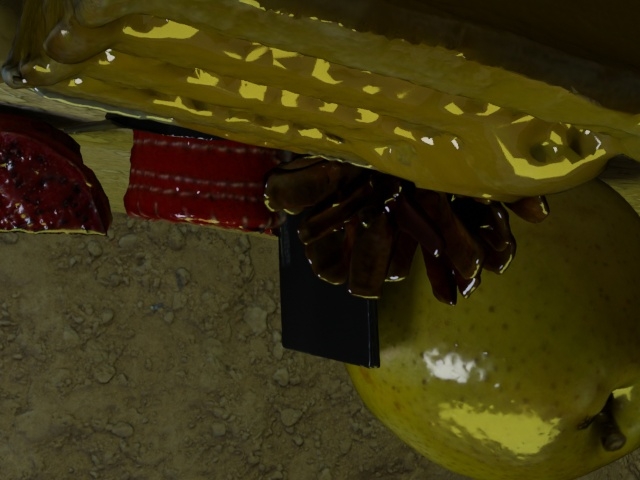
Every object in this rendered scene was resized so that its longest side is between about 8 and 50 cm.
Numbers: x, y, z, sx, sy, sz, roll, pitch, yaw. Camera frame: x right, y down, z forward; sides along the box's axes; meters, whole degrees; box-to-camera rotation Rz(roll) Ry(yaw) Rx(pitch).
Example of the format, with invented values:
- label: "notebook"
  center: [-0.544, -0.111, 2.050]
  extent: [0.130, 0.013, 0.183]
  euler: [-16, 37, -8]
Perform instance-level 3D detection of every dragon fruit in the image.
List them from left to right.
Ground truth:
- label: "dragon fruit"
  center: [-0.434, -0.108, 1.561]
  extent: [0.317, 0.152, 0.205]
  euler: [0, -162, -16]

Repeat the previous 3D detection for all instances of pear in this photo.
- label: "pear"
  center: [0.195, 0.076, 1.313]
  extent: [0.362, 0.362, 0.418]
  euler: [12, -159, -43]

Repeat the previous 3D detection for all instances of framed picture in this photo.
- label: "framed picture"
  center: [0.000, 0.000, 1.296]
  extent: [0.014, 0.255, 0.339]
  euler: [-2, 179, -16]

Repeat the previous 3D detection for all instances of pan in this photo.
- label: "pan"
  center: [-0.180, -0.134, 1.204]
  extent: [0.202, 0.048, 0.128]
  euler: [6, 174, 10]

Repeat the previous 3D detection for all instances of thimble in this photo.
- label: "thimble"
  center: [-0.130, -0.075, 1.347]
  extent: [0.189, 0.125, 0.163]
  euler: [6, 180, 44]

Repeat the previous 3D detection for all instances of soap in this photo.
- label: "soap"
  center: [0.005, -0.107, 0.590]
  extent: [0.281, 0.143, 0.259]
  euler: [9, 171, -23]

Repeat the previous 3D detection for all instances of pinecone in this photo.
- label: "pinecone"
  center: [0.058, -0.055, 0.873]
  extent: [0.202, 0.201, 0.229]
  euler: [-11, 140, 33]

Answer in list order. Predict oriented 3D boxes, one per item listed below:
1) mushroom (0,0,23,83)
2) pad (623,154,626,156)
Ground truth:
- label: "mushroom"
  center: [-0.340, -0.165, 0.614]
  extent: [0.177, 0.126, 0.397]
  euler: [-8, 163, 43]
- label: "pad"
  center: [0.211, -0.065, 0.819]
  extent: [0.159, 0.009, 0.265]
  euler: [23, -166, -9]
